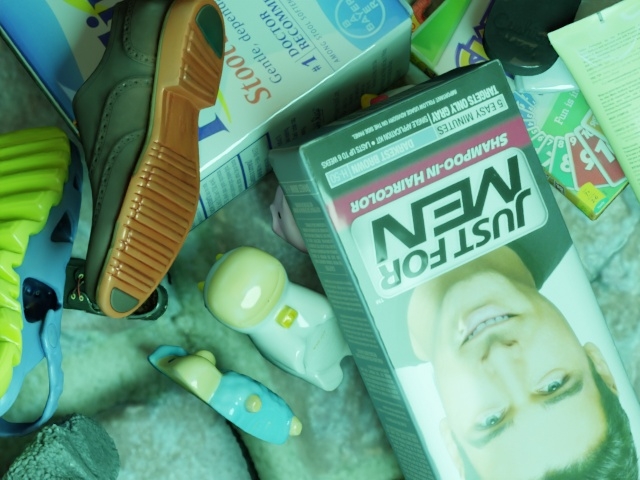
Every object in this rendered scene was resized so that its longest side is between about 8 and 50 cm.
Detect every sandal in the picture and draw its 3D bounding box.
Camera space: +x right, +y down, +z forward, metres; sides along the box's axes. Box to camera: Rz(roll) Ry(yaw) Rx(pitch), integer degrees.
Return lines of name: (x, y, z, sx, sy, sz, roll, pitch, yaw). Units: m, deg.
sandal: (-0.266, 0.041, 1.513, 0.126, 0.138, 0.317, -4, 52, 20)
sandal: (0.214, -0.267, 1.578, 0.097, 0.054, 0.254, 14, 73, 5)

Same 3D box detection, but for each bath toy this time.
bath toy: (0.000, 0.000, 1.549, 0.129, 0.151, 0.348, 29, 77, 42)

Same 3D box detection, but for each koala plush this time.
koala plush: (-0.250, 0.278, 1.471, 0.221, 0.203, 0.196, -38, 79, 5)

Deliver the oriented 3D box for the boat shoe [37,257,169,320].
boat shoe: (-0.201, 0.042, 1.582, 0.133, 0.042, 0.049, 12, 81, 5)

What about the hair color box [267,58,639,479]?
hair color box: (0.120, 0.061, 1.459, 0.185, 0.113, 0.374, -25, 98, -14)

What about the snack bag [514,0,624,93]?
snack bag: (0.323, -0.278, 1.628, 0.343, 0.037, 0.323, -6, 73, -1)

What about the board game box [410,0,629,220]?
board game box: (0.193, -0.149, 1.620, 0.259, 0.039, 0.124, 42, 81, 11)

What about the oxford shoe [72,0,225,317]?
oxford shoe: (-0.154, -0.070, 1.440, 0.098, 0.097, 0.271, 8, 74, 23)

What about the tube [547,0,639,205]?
tube: (0.289, -0.091, 1.552, 0.070, 0.062, 0.240, -32, 101, -33)

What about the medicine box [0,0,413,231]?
medicine box: (-0.108, -0.189, 1.574, 0.289, 0.149, 0.263, -37, 80, -7)
